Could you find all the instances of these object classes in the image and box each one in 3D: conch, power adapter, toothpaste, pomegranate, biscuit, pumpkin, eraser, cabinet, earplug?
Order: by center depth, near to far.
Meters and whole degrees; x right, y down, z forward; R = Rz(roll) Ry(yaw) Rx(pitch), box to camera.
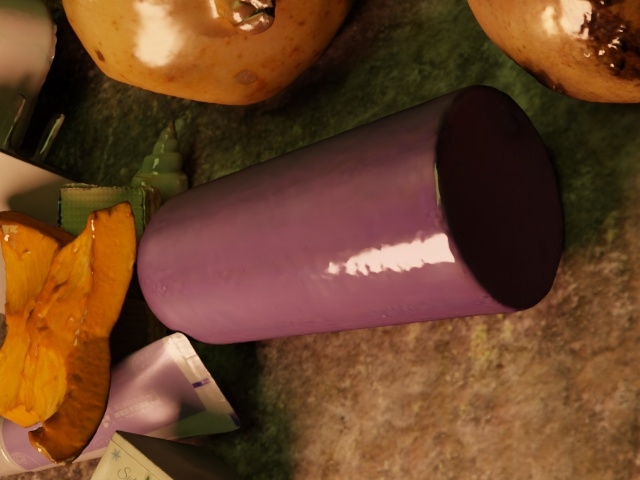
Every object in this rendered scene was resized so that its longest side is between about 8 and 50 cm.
[{"bbox_3d":[0.269,-0.281,1.399,0.322,0.322,0.322,-12,69,34],"label":"pomegranate"},{"bbox_3d":[0.000,0.000,1.564,0.456,0.215,0.215,-14,68,37],"label":"earplug"},{"bbox_3d":[-0.171,0.329,1.620,0.145,0.150,0.206,31,97,39],"label":"cabinet"},{"bbox_3d":[-0.119,-0.293,1.657,0.342,0.342,0.342,-12,69,34],"label":"pomegranate"},{"bbox_3d":[-0.296,0.100,1.701,0.258,0.095,0.290,-7,70,52],"label":"pumpkin"},{"bbox_3d":[-0.249,0.198,1.741,0.371,0.080,0.125,-20,107,40],"label":"toothpaste"},{"bbox_3d":[-0.235,0.057,1.781,0.147,0.046,0.250,-1,92,39],"label":"biscuit"},{"bbox_3d":[-0.200,-0.058,1.815,0.088,0.065,0.180,20,94,38],"label":"conch"},{"bbox_3d":[-0.389,-0.050,1.875,0.124,0.187,0.255,30,94,46],"label":"power adapter"},{"bbox_3d":[-0.458,-0.215,1.958,0.331,0.150,0.331,-16,70,52],"label":"eraser"}]

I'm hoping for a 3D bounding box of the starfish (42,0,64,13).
[{"bbox_3d":[-0.261,-0.342,1.932,0.327,0.094,0.375,-19,71,30],"label":"starfish"}]
